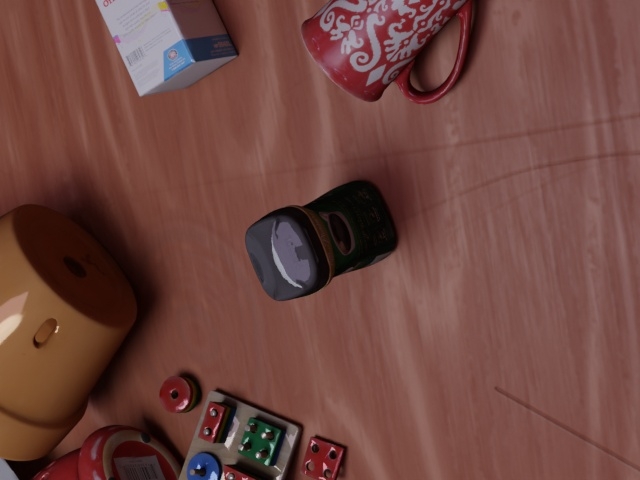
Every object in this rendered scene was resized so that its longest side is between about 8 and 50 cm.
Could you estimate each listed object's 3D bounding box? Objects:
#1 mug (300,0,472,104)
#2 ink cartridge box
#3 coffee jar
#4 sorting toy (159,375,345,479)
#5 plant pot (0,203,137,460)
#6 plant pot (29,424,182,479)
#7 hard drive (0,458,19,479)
[{"bbox_3d":[0.089,-0.231,1.285,0.169,0.150,0.113,-43,43,28],"label":"mug"},{"bbox_3d":[-0.178,-0.251,1.435,0.092,0.090,0.143,-25,88,34],"label":"ink cartridge box"},{"bbox_3d":[0.000,0.000,1.333,0.079,0.184,0.096,-23,90,34],"label":"coffee jar"},{"bbox_3d":[-0.099,0.267,1.521,0.274,0.046,0.132,20,90,26],"label":"sorting toy"},{"bbox_3d":[-0.366,0.093,1.547,0.203,0.291,0.291,-43,79,16],"label":"plant pot"},{"bbox_3d":[-0.270,0.344,1.592,0.174,0.191,0.191,-41,80,28],"label":"plant pot"},{"bbox_3d":[-0.439,0.430,1.746,0.203,0.040,0.307,52,141,9],"label":"hard drive"}]
